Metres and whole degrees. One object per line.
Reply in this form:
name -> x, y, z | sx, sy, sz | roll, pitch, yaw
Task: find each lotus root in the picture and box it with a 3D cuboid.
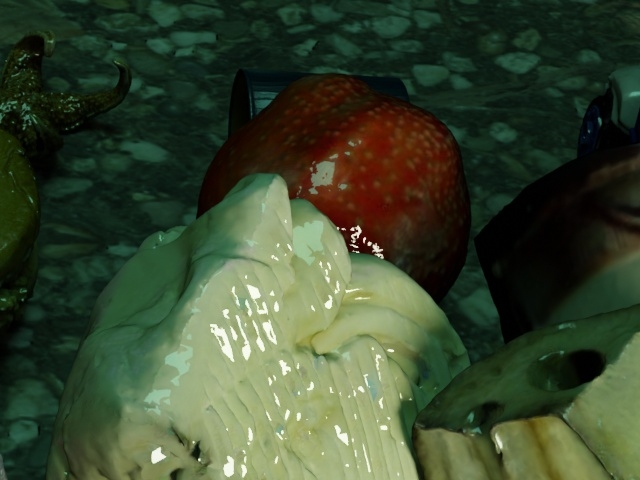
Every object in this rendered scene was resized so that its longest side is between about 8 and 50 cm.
lotus root -> 0.214, 0.191, 1.195 | 0.142, 0.210, 0.314 | -32, 91, -47

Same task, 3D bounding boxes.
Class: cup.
cup -> -0.003, -0.095, 1.607 | 0.138, 0.113, 0.150 | 1, 41, -12

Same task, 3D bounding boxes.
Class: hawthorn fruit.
hawthorn fruit -> 0.000, 0.000, 1.428 | 0.205, 0.205, 0.253 | 24, 52, 19

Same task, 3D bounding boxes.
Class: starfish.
starfish -> -0.259, -0.111, 1.611 | 0.146, 0.074, 0.190 | 34, 45, 30

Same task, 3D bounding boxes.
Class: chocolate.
chocolate -> 0.251, 0.078, 1.342 | 0.283, 0.283, 0.186 | 6, 55, -3

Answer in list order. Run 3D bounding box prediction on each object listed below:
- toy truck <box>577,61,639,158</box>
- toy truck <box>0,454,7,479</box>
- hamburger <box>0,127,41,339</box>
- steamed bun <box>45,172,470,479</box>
toy truck -> 0.313, -0.092, 1.609 | 0.161, 0.177, 0.213 | 4, 39, -4
toy truck -> -0.287, 0.249, 1.099 | 0.178, 0.176, 0.363 | 6, 37, 12
hamburger -> -0.298, 0.009, 1.422 | 0.189, 0.122, 0.215 | -13, 47, -15
steamed bun -> -0.056, 0.121, 1.240 | 0.207, 0.268, 0.280 | -8, 44, 46
